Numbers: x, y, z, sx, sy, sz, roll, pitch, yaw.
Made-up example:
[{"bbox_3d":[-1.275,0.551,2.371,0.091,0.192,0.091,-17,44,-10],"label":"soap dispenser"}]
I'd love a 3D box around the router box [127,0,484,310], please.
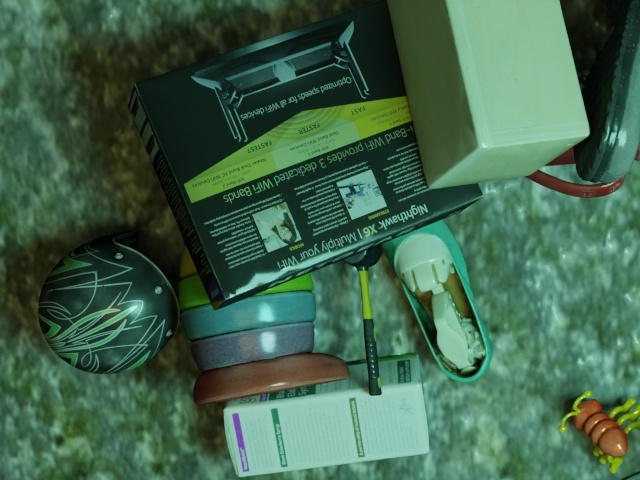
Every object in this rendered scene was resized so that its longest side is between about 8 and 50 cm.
[{"bbox_3d":[-0.015,-0.095,1.389,0.309,0.081,0.243,-21,84,-17],"label":"router box"}]

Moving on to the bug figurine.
[{"bbox_3d":[0.402,0.168,1.498,0.072,0.216,0.279,14,110,-41],"label":"bug figurine"}]

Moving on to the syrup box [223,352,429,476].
[{"bbox_3d":[0.008,0.209,1.574,0.237,0.093,0.096,-7,107,5],"label":"syrup box"}]

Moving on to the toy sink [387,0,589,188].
[{"bbox_3d":[0.169,-0.189,1.335,0.131,0.153,0.234,-8,79,-17],"label":"toy sink"}]

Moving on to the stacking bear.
[{"bbox_3d":[-0.087,0.029,1.471,0.175,0.164,0.289,-12,83,14],"label":"stacking bear"}]

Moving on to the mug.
[{"bbox_3d":[0.262,-0.124,1.438,0.169,0.150,0.113,-7,121,9],"label":"mug"}]

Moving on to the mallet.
[{"bbox_3d":[0.051,0.083,1.506,0.039,0.062,0.189,-9,74,19],"label":"mallet"}]

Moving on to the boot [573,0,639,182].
[{"bbox_3d":[0.398,-0.174,1.343,0.223,0.118,0.338,23,64,-2],"label":"boot"}]

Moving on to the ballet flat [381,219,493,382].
[{"bbox_3d":[0.139,0.060,1.527,0.083,0.087,0.247,-24,104,10],"label":"ballet flat"}]

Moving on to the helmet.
[{"bbox_3d":[-0.241,0.075,1.507,0.169,0.161,0.169,1,107,2],"label":"helmet"}]

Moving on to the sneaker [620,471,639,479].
[{"bbox_3d":[0.420,0.342,1.566,0.282,0.153,0.099,-38,102,12],"label":"sneaker"}]
